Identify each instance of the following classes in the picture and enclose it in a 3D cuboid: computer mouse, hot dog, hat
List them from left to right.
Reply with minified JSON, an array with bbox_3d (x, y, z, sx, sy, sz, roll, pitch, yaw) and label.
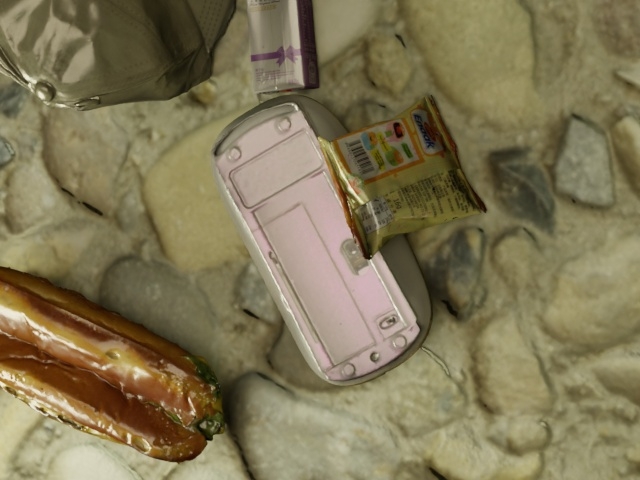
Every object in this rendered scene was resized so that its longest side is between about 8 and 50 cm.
[{"bbox_3d":[-0.201,0.109,1.698,0.269,0.072,0.115,27,99,15],"label":"hot dog"},{"bbox_3d":[-0.175,-0.236,1.631,0.214,0.149,0.245,19,109,3],"label":"hat"},{"bbox_3d":[0.000,0.000,1.634,0.126,0.056,0.245,-31,82,15],"label":"computer mouse"}]

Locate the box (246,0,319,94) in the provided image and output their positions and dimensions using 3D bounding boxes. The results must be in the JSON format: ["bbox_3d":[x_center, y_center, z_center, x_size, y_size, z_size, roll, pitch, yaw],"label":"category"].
[{"bbox_3d":[-0.033,-0.181,1.653,0.050,0.036,0.117,-4,89,19],"label":"box"}]

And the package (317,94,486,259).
[{"bbox_3d":[0.064,-0.051,1.597,0.120,0.031,0.108,-21,83,-20],"label":"package"}]
